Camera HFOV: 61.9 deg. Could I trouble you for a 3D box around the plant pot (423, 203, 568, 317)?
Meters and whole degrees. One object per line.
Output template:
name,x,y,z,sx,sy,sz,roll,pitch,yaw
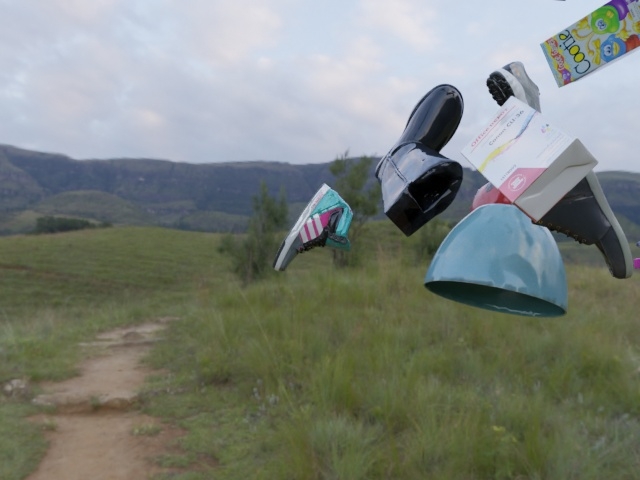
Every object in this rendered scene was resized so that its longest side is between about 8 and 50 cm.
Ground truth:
plant pot,0.385,0.035,1.145,0.290,0.195,0.290,14,-12,3

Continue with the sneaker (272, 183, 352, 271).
sneaker,0.000,0.000,1.588,0.178,0.295,0.124,34,1,1

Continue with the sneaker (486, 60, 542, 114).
sneaker,0.548,-0.346,1.410,0.108,0.271,0.100,-38,18,-15

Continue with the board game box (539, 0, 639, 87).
board game box,0.772,-0.551,1.447,0.144,0.142,0.275,-24,1,-32

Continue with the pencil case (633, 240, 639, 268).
pencil case,0.827,0.039,1.168,0.236,0.104,0.104,-8,-11,22

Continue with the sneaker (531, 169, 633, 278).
sneaker,0.435,-0.020,0.913,0.118,0.222,0.083,-26,3,17

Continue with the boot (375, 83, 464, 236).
boot,0.287,-0.234,1.412,0.146,0.367,0.445,30,17,-6

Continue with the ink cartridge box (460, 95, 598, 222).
ink cartridge box,0.287,-0.131,0.783,0.067,0.115,0.198,30,20,-31

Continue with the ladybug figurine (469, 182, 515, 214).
ladybug figurine,0.631,-0.128,1.774,0.305,0.161,0.449,-23,-8,9
